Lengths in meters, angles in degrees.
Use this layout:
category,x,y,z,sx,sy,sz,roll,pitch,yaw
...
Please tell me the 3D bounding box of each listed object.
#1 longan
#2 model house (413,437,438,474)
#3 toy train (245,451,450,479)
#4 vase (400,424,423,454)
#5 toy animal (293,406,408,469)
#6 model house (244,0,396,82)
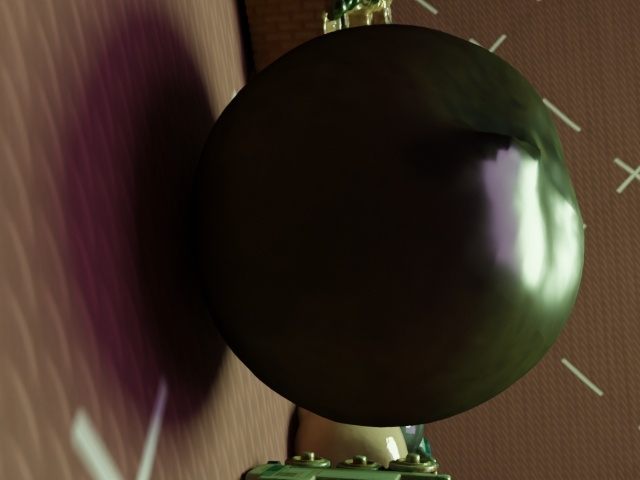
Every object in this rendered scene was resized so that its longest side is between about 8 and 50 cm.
category,x,y,z,sx,sy,sz,roll,pitch,yaw
longan,0.049,-0.011,0.565,0.319,0.319,0.319,-4,90,-83
model house,0.132,0.452,1.389,0.267,0.194,0.325,72,13,-67
toy train,0.029,0.238,0.674,0.125,0.194,0.081,24,66,-75
vase,0.066,0.293,1.069,0.183,0.120,0.120,-53,170,-1
toy animal,0.054,0.314,0.944,0.154,0.166,0.250,-121,-168,-69
model house,0.001,-0.220,0.850,0.183,0.166,0.172,-48,139,-64
